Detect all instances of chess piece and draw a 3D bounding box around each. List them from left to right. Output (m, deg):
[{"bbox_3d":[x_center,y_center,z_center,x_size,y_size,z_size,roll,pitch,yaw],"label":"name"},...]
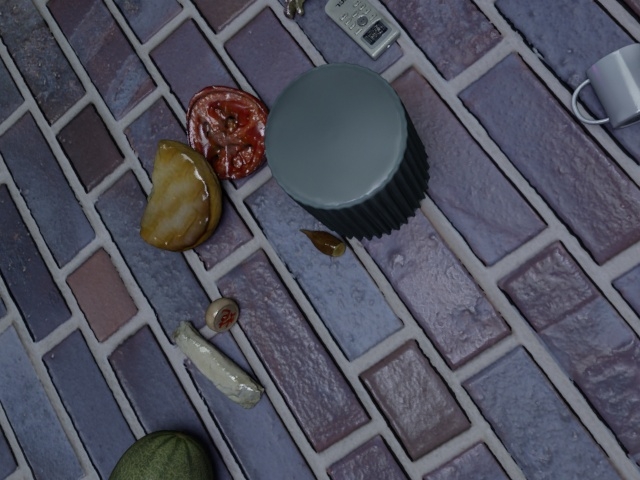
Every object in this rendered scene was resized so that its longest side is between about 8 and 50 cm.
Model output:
[{"bbox_3d":[-0.232,0.175,1.080,0.038,0.084,0.083,26,93,34],"label":"chess piece"}]

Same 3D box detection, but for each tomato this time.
[{"bbox_3d":[-0.213,-0.257,1.105,0.228,0.101,0.227,3,101,15],"label":"tomato"}]

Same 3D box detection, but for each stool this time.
[{"bbox_3d":[0.060,-0.157,0.901,0.297,0.330,0.297,-1,86,15],"label":"stool"}]

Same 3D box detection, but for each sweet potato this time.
[{"bbox_3d":[0.000,0.000,1.051,0.117,0.049,0.049,27,93,19],"label":"sweet potato"}]

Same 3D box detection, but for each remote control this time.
[{"bbox_3d":[0.094,-0.516,1.077,0.087,0.029,0.190,-42,76,8],"label":"remote control"}]

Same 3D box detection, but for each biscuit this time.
[{"bbox_3d":[-0.335,-0.090,1.104,0.213,0.091,0.274,34,113,10],"label":"biscuit"}]

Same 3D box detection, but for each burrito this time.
[{"bbox_3d":[-0.251,0.290,1.088,0.275,0.059,0.082,39,110,15],"label":"burrito"}]

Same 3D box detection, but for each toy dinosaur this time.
[{"bbox_3d":[-0.028,-0.677,1.105,0.200,0.072,0.251,-8,93,25],"label":"toy dinosaur"}]

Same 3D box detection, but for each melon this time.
[{"bbox_3d":[-0.354,0.571,1.001,0.238,0.237,0.301,15,88,16],"label":"melon"}]

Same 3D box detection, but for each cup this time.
[{"bbox_3d":[0.585,-0.291,0.902,0.099,0.136,0.133,-15,79,-30],"label":"cup"}]
